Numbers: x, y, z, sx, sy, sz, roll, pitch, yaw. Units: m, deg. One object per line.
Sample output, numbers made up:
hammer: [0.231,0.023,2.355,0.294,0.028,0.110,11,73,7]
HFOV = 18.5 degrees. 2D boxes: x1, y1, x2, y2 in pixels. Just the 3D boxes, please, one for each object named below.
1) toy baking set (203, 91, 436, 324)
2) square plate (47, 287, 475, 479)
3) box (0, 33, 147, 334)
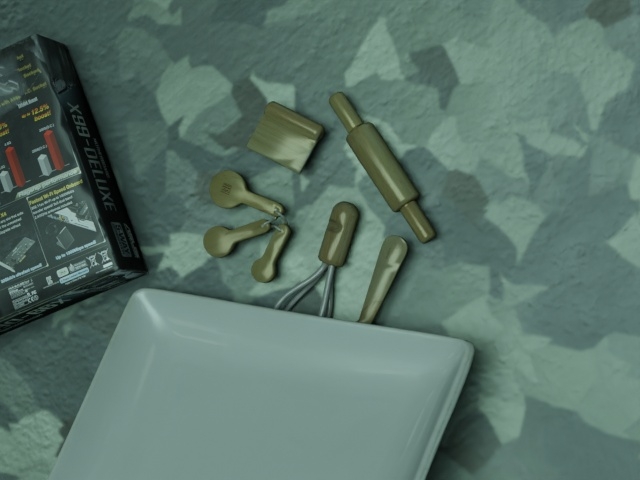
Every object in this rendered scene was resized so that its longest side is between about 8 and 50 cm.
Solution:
toy baking set: [0.004,-0.005,1.801,0.197,0.030,0.256,-40,77,13]
square plate: [-0.072,0.214,1.710,0.347,0.049,0.344,8,59,25]
box: [-0.349,-0.025,1.876,0.307,0.076,0.242,-23,81,13]
